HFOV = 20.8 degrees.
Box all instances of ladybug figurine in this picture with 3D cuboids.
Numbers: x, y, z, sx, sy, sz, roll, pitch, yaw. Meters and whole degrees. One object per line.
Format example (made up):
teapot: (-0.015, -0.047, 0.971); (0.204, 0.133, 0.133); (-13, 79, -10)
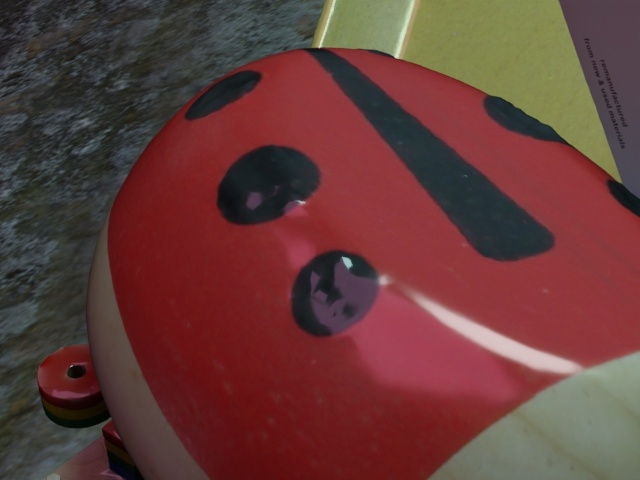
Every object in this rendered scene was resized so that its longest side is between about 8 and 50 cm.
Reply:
ladybug figurine: (0.052, 0.038, 0.852); (0.305, 0.162, 0.449); (-16, 42, -30)

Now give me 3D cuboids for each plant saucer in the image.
plant saucer: (0.145, -0.149, 1.332); (0.333, 0.081, 0.333); (-1, 63, 38)

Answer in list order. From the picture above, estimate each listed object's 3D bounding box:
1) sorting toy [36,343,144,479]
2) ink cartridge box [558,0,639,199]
sorting toy: (-0.081, 0.139, 0.883); (0.274, 0.046, 0.132); (28, 49, 34)
ink cartridge box: (0.312, -0.133, 0.984); (0.270, 0.197, 0.198); (-2, 28, 47)
